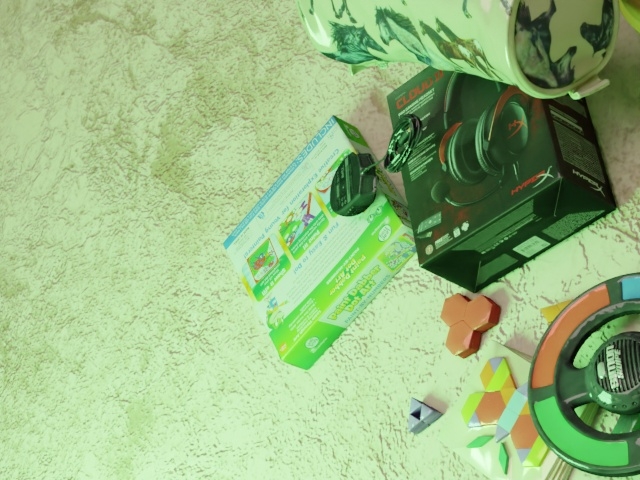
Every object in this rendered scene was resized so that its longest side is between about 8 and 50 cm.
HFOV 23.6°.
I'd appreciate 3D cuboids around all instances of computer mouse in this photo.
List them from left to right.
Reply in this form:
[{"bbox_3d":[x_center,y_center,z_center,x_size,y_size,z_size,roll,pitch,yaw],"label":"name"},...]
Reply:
[{"bbox_3d":[0.074,-0.090,1.873,0.242,0.041,0.071,141,132,-60],"label":"computer mouse"}]

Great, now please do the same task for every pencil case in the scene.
[{"bbox_3d":[0.150,-0.261,1.752,0.160,0.183,0.410,-43,34,-21],"label":"pencil case"}]

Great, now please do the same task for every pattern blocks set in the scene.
[{"bbox_3d":[0.220,0.197,1.714,0.324,0.026,0.285,9,78,48],"label":"pattern blocks set"}]

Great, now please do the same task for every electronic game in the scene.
[{"bbox_3d":[0.320,0.137,1.594,0.229,0.048,0.229,-20,52,28],"label":"electronic game"}]

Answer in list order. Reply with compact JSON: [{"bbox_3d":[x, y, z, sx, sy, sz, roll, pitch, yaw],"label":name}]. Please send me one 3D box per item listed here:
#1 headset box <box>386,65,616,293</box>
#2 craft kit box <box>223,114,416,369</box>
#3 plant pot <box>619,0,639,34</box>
[{"bbox_3d":[0.205,-0.120,1.826,0.218,0.110,0.293,-33,49,33],"label":"headset box"},{"bbox_3d":[0.000,0.000,2.031,0.250,0.061,0.247,-48,40,19],"label":"craft kit box"},{"bbox_3d":[0.408,-0.361,1.663,0.291,0.203,0.291,-24,53,37],"label":"plant pot"}]
